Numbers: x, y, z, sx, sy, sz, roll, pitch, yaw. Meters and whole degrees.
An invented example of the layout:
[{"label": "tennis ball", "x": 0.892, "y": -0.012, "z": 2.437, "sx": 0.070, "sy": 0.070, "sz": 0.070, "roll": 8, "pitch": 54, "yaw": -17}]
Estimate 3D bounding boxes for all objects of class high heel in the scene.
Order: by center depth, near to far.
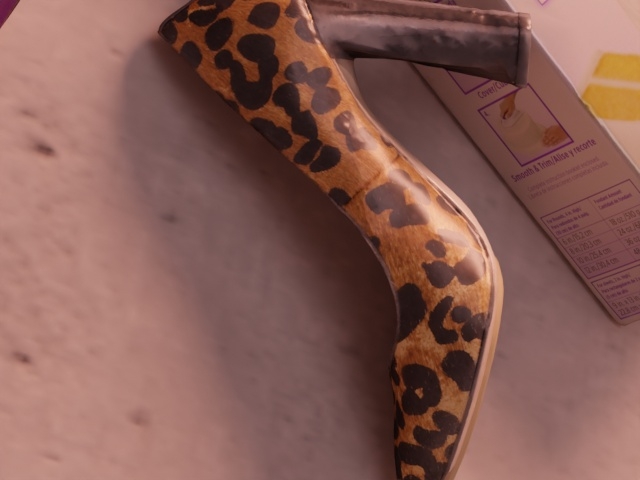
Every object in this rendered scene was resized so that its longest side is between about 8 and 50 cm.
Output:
[{"label": "high heel", "x": 0.000, "y": 0.000, "z": 0.929, "sx": 0.186, "sy": 0.093, "sz": 0.261, "roll": 7, "pitch": 89, "yaw": 0}]

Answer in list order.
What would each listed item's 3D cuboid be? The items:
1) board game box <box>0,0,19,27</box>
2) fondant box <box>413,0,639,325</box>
[{"label": "board game box", "x": -0.314, "y": -0.136, "z": 0.771, "sx": 0.347, "sy": 0.056, "sz": 0.208, "roll": 38, "pitch": 55, "yaw": -17}, {"label": "fondant box", "x": 0.161, "y": -0.154, "z": 1.042, "sx": 0.330, "sy": 0.096, "sz": 0.238, "roll": 50, "pitch": 57, "yaw": -8}]
